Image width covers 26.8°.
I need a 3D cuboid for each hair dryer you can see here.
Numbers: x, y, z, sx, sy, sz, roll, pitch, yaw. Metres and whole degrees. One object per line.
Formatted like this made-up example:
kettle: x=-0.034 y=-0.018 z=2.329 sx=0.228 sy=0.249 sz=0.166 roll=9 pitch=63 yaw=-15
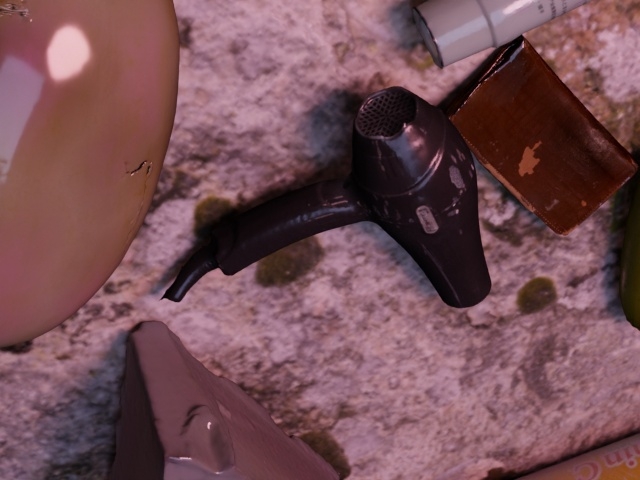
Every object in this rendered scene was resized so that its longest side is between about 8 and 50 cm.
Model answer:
hair dryer: x=0.000 y=0.000 z=1.068 sx=0.271 sy=0.091 sz=0.235 roll=-17 pitch=139 yaw=10

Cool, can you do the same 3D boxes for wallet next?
wallet: x=0.176 y=-0.080 z=1.076 sx=0.095 sy=0.026 sz=0.176 roll=-46 pitch=126 yaw=9

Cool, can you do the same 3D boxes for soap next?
soap: x=-0.028 y=0.211 z=1.146 sx=0.302 sy=0.159 sz=0.258 roll=0 pitch=122 yaw=-19

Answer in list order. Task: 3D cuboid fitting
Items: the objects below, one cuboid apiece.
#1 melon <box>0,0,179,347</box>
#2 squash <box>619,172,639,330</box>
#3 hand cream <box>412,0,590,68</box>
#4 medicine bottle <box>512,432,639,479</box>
melon: x=-0.204 y=-0.080 z=0.833 sx=0.223 sy=0.223 sz=0.317 roll=8 pitch=122 yaw=-22
squash: x=0.292 y=-0.001 z=1.146 sx=0.066 sy=0.066 sz=0.201 roll=-8 pitch=132 yaw=-12
hand cream: x=0.226 y=-0.216 z=0.972 sx=0.331 sy=0.058 sz=0.085 roll=-25 pitch=126 yaw=1
medicine bottle: x=0.301 y=0.239 z=1.292 sx=0.426 sy=0.108 sz=0.108 roll=-19 pitch=128 yaw=-3
